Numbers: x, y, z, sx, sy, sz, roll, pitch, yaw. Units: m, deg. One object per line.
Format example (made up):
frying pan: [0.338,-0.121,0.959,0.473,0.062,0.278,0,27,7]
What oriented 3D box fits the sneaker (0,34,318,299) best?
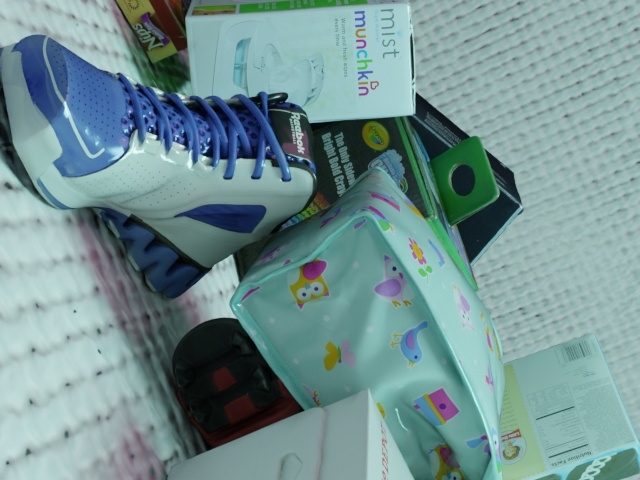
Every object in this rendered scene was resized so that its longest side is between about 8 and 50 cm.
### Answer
sneaker: [-0.106,-0.077,1.019,0.315,0.182,0.127,51,18,-59]

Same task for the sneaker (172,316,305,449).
sneaker: [-0.028,0.191,1.075,0.276,0.098,0.135,67,12,4]

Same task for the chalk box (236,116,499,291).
chalk box: [0.061,-0.022,1.462,0.179,0.289,0.180,55,17,-54]

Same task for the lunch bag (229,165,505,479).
lunch bag: [0.061,0.093,1.052,0.262,0.160,0.223,56,12,-8]

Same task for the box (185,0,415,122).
box: [-0.022,-0.214,1.419,0.262,0.231,0.126,-94,179,-70]

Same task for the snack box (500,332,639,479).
snack box: [0.210,0.244,1.564,0.187,0.322,0.060,-100,167,-50]

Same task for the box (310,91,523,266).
box: [0.083,-0.110,1.732,0.343,0.179,0.312,40,13,-1]

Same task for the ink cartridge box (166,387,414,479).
ink cartridge box: [0.005,0.259,0.896,0.171,0.168,0.232,-84,150,-69]

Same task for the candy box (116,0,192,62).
candy box: [-0.186,-0.286,1.439,0.186,0.053,0.109,-98,162,-59]
